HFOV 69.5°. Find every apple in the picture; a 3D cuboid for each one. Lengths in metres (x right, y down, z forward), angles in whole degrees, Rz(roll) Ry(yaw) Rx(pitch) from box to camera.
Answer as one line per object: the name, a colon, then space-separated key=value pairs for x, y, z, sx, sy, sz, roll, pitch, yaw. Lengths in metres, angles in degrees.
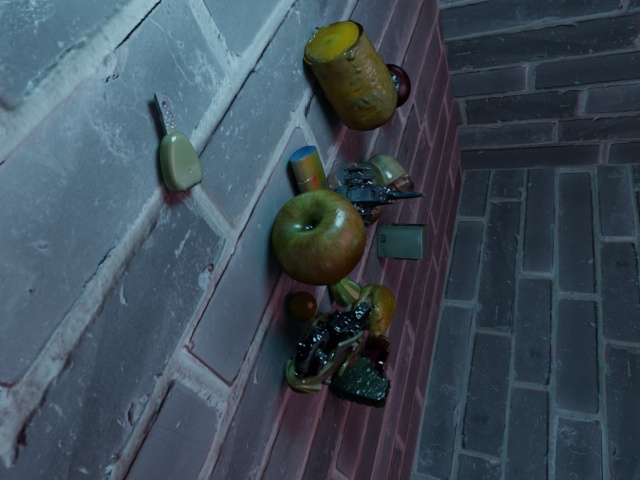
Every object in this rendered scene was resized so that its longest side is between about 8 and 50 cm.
apple: x=0.254 y=0.462 z=1.978 sx=0.102 sy=0.099 sz=0.114 roll=-22 pitch=108 yaw=-64
apple: x=0.000 y=0.000 z=1.259 sx=0.264 sy=0.265 sz=0.264 roll=-8 pitch=99 yaw=-64

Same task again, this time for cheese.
cheese: x=-0.285 y=-0.192 z=0.901 sx=0.097 sy=0.038 sz=0.191 roll=-47 pitch=133 yaw=-55

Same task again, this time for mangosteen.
mangosteen: x=0.282 y=-0.628 z=1.905 sx=0.200 sy=0.200 sz=0.199 roll=-8 pitch=99 yaw=-64

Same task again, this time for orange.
orange: x=-0.052 y=0.195 z=1.356 sx=0.085 sy=0.085 sz=0.095 roll=-62 pitch=148 yaw=-42

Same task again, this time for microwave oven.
microwave oven: x=0.369 y=0.000 z=2.059 sx=0.129 sy=0.205 sz=0.162 roll=-23 pitch=113 yaw=-61

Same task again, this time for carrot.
carrot: x=0.112 y=-0.515 z=1.483 sx=0.340 sy=0.224 sz=0.224 roll=50 pitch=48 yaw=-49

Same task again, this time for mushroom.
mushroom: x=0.249 y=-0.249 z=1.863 sx=0.254 sy=0.195 sz=0.188 roll=34 pitch=28 yaw=-60

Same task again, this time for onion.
onion: x=0.214 y=0.489 z=1.855 sx=0.195 sy=0.140 sz=0.218 roll=67 pitch=35 yaw=-47

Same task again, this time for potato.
potato: x=0.158 y=-0.158 z=1.665 sx=0.174 sy=0.159 sz=0.251 roll=32 pitch=51 yaw=-59

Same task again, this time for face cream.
face cream: x=-0.018 y=-0.159 z=1.414 sx=0.139 sy=0.068 sz=0.284 roll=-64 pitch=145 yaw=-44

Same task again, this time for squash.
squash: x=0.065 y=0.154 z=1.599 sx=0.132 sy=0.105 sz=0.105 roll=50 pitch=47 yaw=-35

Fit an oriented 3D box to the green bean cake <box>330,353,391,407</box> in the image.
green bean cake: x=0.160 y=0.493 z=1.670 sx=0.193 sy=0.209 sz=0.107 roll=-63 pitch=147 yaw=-38

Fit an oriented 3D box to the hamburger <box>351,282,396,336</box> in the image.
hamburger: x=0.207 y=0.252 z=1.824 sx=0.283 sy=0.144 sz=0.156 roll=-44 pitch=123 yaw=-61

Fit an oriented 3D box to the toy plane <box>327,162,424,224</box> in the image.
toy plane: x=0.171 y=-0.147 z=1.505 sx=0.104 sy=0.327 sz=0.222 roll=-1 pitch=92 yaw=-61

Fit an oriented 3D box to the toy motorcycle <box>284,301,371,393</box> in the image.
toy motorcycle: x=0.027 y=0.320 z=1.383 sx=0.410 sy=0.169 sz=0.236 roll=-16 pitch=138 yaw=-59
